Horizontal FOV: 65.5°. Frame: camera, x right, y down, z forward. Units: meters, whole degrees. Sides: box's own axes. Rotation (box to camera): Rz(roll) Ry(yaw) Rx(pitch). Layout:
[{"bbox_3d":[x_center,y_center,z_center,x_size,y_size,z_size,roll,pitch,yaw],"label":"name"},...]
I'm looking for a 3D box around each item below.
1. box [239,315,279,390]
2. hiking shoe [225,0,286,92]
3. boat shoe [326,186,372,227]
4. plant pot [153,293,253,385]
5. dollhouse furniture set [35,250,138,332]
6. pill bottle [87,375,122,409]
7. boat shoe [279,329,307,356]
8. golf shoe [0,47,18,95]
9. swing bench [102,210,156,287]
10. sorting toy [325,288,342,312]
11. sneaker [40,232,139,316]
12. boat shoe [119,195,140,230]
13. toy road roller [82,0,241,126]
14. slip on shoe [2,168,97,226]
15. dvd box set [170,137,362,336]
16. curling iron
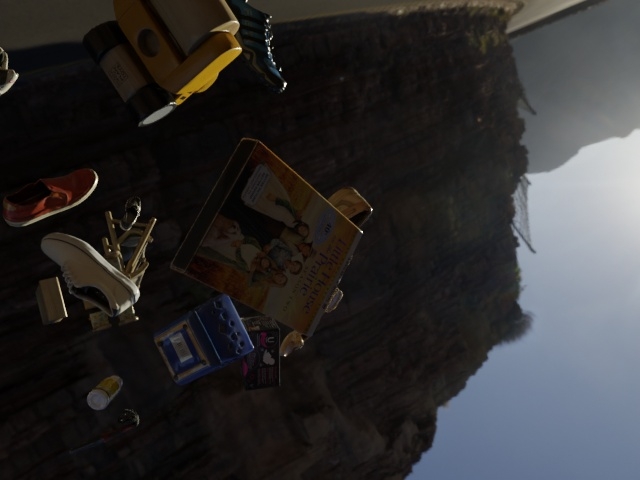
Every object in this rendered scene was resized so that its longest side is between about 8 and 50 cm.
[{"bbox_3d":[-0.242,0.441,1.974,0.142,0.247,0.163,-2,-168,-17],"label":"box"},{"bbox_3d":[-0.172,-0.540,1.321,0.132,0.304,0.113,-36,-170,5],"label":"hiking shoe"},{"bbox_3d":[0.000,0.000,1.411,0.341,0.110,0.122,-47,144,11],"label":"boat shoe"},{"bbox_3d":[-0.410,0.345,1.699,0.236,0.235,0.212,-30,175,25],"label":"plant pot"},{"bbox_3d":[-0.644,0.149,1.388,0.242,0.212,0.161,-14,174,-35],"label":"dollhouse furniture set"},{"bbox_3d":[-0.642,0.452,1.493,0.065,0.065,0.116,-20,-171,7],"label":"pill bottle"},{"bbox_3d":[-0.087,0.369,1.836,0.059,0.062,0.170,20,-138,26],"label":"boat shoe"},{"bbox_3d":[-0.921,-0.507,1.351,0.120,0.272,0.105,-32,174,-1],"label":"golf shoe"},{"bbox_3d":[-0.692,0.071,1.747,0.165,0.254,0.253,8,154,-24],"label":"swing bench"},{"bbox_3d":[0.024,0.174,1.577,0.075,0.083,0.045,36,-170,28],"label":"sorting toy"},{"bbox_3d":[-0.543,0.077,1.139,0.094,0.258,0.091,-57,179,36],"label":"sneaker"},{"bbox_3d":[-0.568,-0.088,1.499,0.038,0.046,0.125,-33,-145,41],"label":"boat shoe"},{"bbox_3d":[-0.289,-0.403,1.022,0.330,0.202,0.240,-28,-171,31],"label":"toy road roller"},{"bbox_3d":[-0.897,-0.163,1.667,0.331,0.123,0.101,-39,157,-40],"label":"slip on shoe"},{"bbox_3d":[-0.092,0.015,1.122,0.062,0.420,0.307,18,-104,43],"label":"dvd box set"},{"bbox_3d":[-0.736,0.658,1.696,0.274,0.068,0.035,-31,154,5],"label":"curling iron"}]
